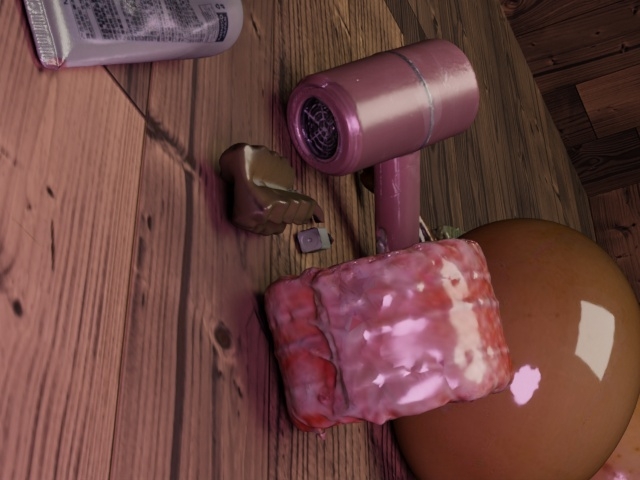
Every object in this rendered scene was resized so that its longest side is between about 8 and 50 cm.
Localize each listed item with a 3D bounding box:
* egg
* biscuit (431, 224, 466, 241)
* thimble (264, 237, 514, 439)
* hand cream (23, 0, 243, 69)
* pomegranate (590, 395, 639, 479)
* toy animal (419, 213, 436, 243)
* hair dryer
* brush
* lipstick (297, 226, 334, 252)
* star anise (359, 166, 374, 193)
[{"bbox_3d":[0.233,0.152,1.542,0.301,0.301,0.374,48,49,-52],"label":"egg"},{"bbox_3d":[0.230,0.103,1.995,0.150,0.052,0.252,19,57,-68],"label":"biscuit"},{"bbox_3d":[0.069,0.096,1.248,0.239,0.239,0.162,7,70,-70],"label":"thimble"},{"bbox_3d":[-0.162,-0.205,1.135,0.341,0.078,0.124,-13,87,-64],"label":"hand cream"},{"bbox_3d":[0.415,0.355,1.759,0.411,0.411,0.411,-17,90,-72],"label":"pomegranate"},{"bbox_3d":[0.169,0.032,1.845,0.230,0.066,0.224,33,49,-39],"label":"toy animal"},{"bbox_3d":[0.079,-0.054,1.565,0.210,0.125,0.352,-22,120,-36],"label":"hair dryer"},{"bbox_3d":[-0.034,-0.043,1.347,0.301,0.071,0.084,17,54,-75],"label":"brush"},{"bbox_3d":[0.000,0.000,1.460,0.107,0.025,0.025,4,72,-77],"label":"lipstick"},{"bbox_3d":[0.082,-0.154,1.698,0.212,0.111,0.196,92,11,-61],"label":"star anise"}]
